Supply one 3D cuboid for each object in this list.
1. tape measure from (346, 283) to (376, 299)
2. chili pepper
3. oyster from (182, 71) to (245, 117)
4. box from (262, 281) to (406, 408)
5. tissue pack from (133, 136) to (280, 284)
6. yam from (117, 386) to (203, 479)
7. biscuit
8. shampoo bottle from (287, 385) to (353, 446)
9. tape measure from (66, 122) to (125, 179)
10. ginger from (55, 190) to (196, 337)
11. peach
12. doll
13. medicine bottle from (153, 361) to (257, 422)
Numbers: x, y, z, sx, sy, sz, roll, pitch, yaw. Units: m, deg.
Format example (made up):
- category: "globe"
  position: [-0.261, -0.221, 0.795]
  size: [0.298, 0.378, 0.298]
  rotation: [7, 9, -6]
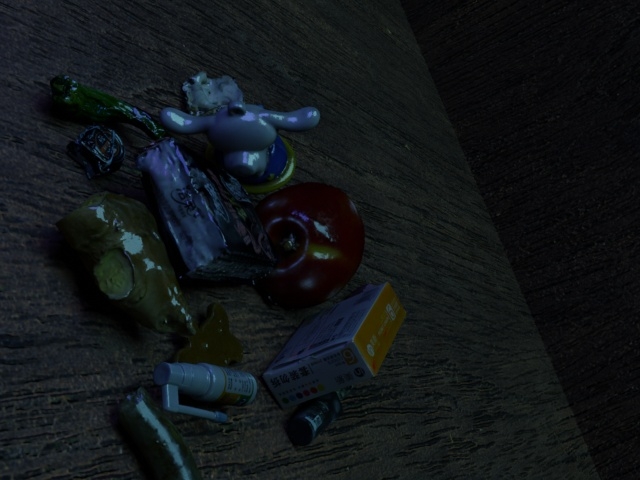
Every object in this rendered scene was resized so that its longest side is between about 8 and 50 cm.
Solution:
- category: "tape measure"
  position: [0.118, 0.168, 1.975]
  size: [0.125, 0.074, 0.118]
  rotation: [62, 26, -1]
- category: "chili pepper"
  position: [-0.397, -0.236, 1.460]
  size: [0.279, 0.122, 0.065]
  rotation: [14, 91, -59]
- category: "oyster"
  position: [-0.246, -0.293, 1.817]
  size: [0.163, 0.081, 0.191]
  rotation: [42, 39, 16]
- category: "box"
  position: [0.032, 0.202, 1.635]
  size: [0.091, 0.220, 0.274]
  rotation: [60, 28, -9]
- category: "tissue pack"
  position: [-0.205, -0.044, 1.517]
  size: [0.245, 0.123, 0.332]
  rotation: [61, 8, 11]
- category: "yam"
  position: [-0.203, 0.363, 1.237]
  size: [0.317, 0.067, 0.071]
  rotation: [58, -3, -1]
- category: "biscuit"
  position: [-0.204, 0.194, 1.433]
  size: [0.138, 0.031, 0.205]
  rotation: [66, 25, -14]
- category: "shampoo bottle"
  position: [0.005, 0.331, 1.631]
  size: [0.207, 0.063, 0.057]
  rotation: [-30, 102, -64]
- category: "tape measure"
  position: [-0.383, -0.155, 1.447]
  size: [0.091, 0.054, 0.094]
  rotation: [54, 34, -16]
- category: "ginger"
  position: [-0.296, 0.046, 1.326]
  size: [0.270, 0.123, 0.219]
  rotation: [63, 10, -8]
- category: "peach"
  position: [0.000, 0.000, 1.795]
  size: [0.361, 0.201, 0.258]
  rotation: [2, 61, -60]
- category: "doll"
  position: [-0.180, -0.187, 1.710]
  size: [0.310, 0.242, 0.160]
  rotation: [7, 78, -12]
- category: "medicine bottle"
  position: [-0.184, 0.243, 1.338]
  size: [0.220, 0.061, 0.092]
  rotation: [28, 50, -56]
